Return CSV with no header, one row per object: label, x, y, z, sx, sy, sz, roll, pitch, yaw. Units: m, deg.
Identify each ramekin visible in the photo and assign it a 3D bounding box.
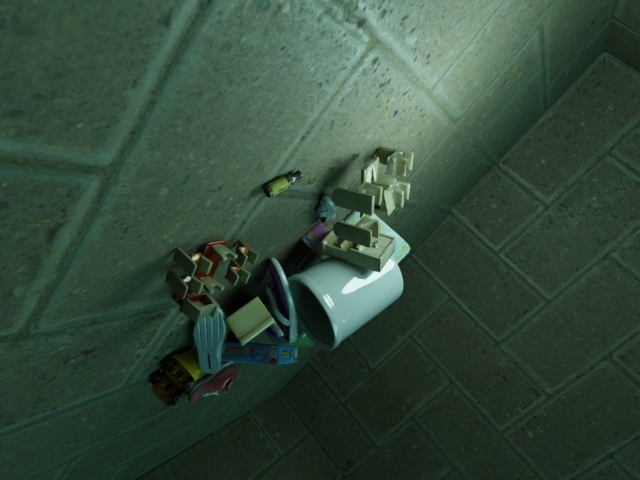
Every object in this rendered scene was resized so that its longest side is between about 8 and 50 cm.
ramekin,-0.126,0.345,1.927,0.303,0.303,0.148,-48,152,14

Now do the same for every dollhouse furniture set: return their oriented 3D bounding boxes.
dollhouse furniture set,0.145,-0.112,1.550,0.362,0.256,0.394,-47,145,-43
dollhouse furniture set,-0.358,0.111,1.287,0.262,0.135,0.259,-10,131,-57

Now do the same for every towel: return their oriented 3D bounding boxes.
towel,0.207,0.046,1.967,0.374,0.090,0.320,38,98,-28

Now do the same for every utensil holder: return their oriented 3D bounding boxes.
utensil holder,0.101,0.208,1.717,0.385,0.328,0.328,-28,156,-27

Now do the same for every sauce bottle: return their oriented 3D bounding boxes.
sauce bottle,-0.109,-0.171,1.245,0.128,0.042,0.042,-32,158,-24

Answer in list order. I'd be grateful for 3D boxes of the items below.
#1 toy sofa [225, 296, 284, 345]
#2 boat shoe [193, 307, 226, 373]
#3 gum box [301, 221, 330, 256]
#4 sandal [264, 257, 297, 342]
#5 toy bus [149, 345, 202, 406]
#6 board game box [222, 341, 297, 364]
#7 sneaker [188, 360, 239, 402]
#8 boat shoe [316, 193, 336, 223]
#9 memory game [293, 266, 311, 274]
toy sofa,-0.266,0.350,1.690,0.150,0.177,0.362,-34,176,-13
boat shoe,-0.433,0.370,1.647,0.121,0.119,0.335,7,121,-9
gum box,0.000,0.000,1.780,0.107,0.062,0.188,-43,160,0
sandal,-0.169,0.265,1.682,0.102,0.169,0.417,-21,122,-20
toy bus,-0.571,0.549,1.748,0.220,0.149,0.211,-48,176,21
board game box,-0.299,0.545,2.031,0.308,0.086,0.302,1,166,13
sneaker,-0.557,0.764,2.193,0.314,0.136,0.116,-42,160,0
boat shoe,0.016,-0.114,1.588,0.063,0.066,0.184,-40,170,-10
memory game,-0.032,0.146,1.943,0.186,0.012,0.186,-4,164,-1
